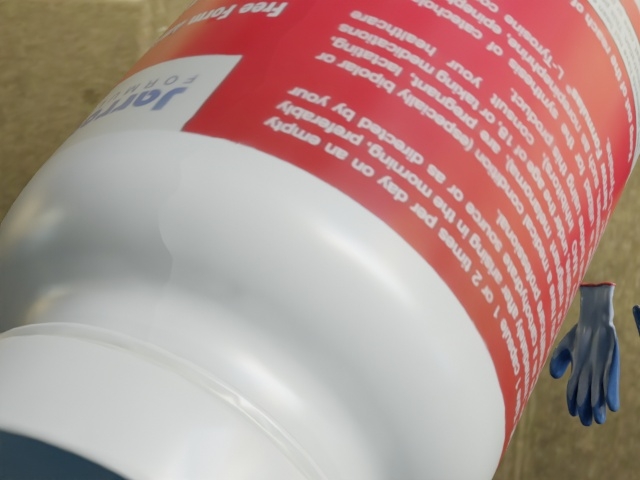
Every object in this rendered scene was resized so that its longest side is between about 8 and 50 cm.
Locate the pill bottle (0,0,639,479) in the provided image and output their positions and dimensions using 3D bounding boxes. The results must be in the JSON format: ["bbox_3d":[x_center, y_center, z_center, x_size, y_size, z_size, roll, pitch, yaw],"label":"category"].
[{"bbox_3d":[0.000,0.000,0.649,0.229,0.407,0.229,17,135,17],"label":"pill bottle"}]

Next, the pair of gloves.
[{"bbox_3d":[0.319,0.121,1.503,0.198,0.023,0.159,3,91,47],"label":"pair of gloves"}]
